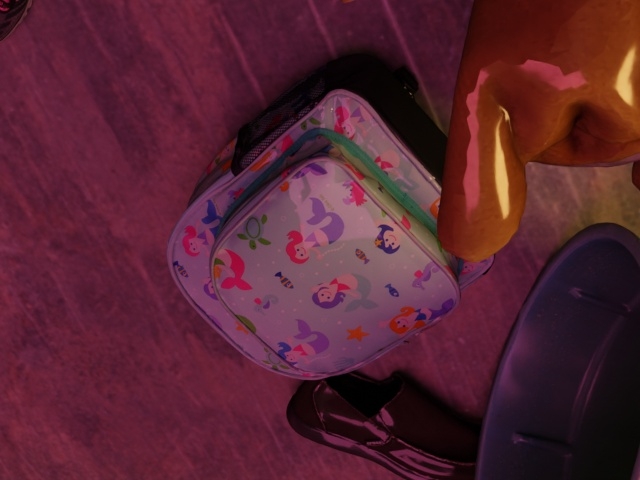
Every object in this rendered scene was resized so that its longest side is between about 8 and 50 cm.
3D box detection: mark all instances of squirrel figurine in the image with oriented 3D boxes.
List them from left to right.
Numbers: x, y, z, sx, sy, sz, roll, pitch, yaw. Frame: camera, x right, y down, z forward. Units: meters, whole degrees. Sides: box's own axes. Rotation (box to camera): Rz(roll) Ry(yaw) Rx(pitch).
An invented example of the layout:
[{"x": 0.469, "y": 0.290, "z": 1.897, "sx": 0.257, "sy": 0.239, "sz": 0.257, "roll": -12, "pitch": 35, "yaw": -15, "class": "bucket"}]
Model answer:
[{"x": 0.300, "y": -0.167, "z": 0.793, "sx": 0.370, "sy": 0.281, "sz": 0.397, "roll": 11, "pitch": 113, "yaw": 14, "class": "squirrel figurine"}]

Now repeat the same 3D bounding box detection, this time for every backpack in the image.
[{"x": 0.000, "y": 0.000, "z": 1.013, "sx": 0.253, "sy": 0.191, "sz": 0.225, "roll": -33, "pitch": 111, "yaw": 30, "class": "backpack"}]

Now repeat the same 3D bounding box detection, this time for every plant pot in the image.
[{"x": 0.345, "y": 0.193, "z": 0.999, "sx": 0.334, "sy": 0.341, "sz": 0.341, "roll": 16, "pitch": 122, "yaw": -10, "class": "plant pot"}]

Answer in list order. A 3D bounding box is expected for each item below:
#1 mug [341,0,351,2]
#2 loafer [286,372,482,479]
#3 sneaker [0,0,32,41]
[{"x": 0.035, "y": -0.229, "z": 0.934, "sx": 0.062, "sy": 0.078, "sz": 0.064, "roll": -29, "pitch": 106, "yaw": -12, "class": "mug"}, {"x": 0.077, "y": 0.176, "z": 1.156, "sx": 0.220, "sy": 0.080, "sz": 0.078, "roll": 15, "pitch": 122, "yaw": 0, "class": "loafer"}, {"x": -0.263, "y": -0.227, "z": 0.979, "sx": 0.063, "sy": 0.075, "sz": 0.170, "roll": 31, "pitch": 120, "yaw": -9, "class": "sneaker"}]
